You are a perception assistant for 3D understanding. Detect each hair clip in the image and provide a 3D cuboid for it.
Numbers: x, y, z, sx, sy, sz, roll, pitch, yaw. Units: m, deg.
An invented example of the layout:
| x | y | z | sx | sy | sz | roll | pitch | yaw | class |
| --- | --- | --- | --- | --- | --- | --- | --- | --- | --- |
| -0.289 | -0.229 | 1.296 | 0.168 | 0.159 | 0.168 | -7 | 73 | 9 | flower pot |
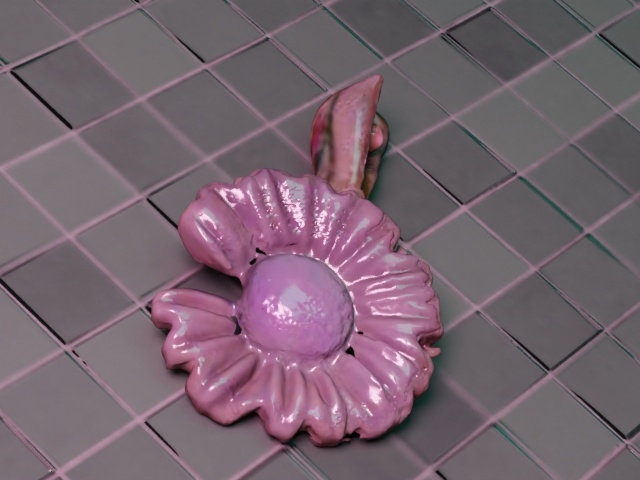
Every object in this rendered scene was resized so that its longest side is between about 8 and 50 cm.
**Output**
| x | y | z | sx | sy | sz | roll | pitch | yaw | class |
| --- | --- | --- | --- | --- | --- | --- | --- | --- | --- |
| 0.003 | -0.006 | 1.213 | 0.173 | 0.069 | 0.300 | 21 | 44 | -6 | hair clip |
